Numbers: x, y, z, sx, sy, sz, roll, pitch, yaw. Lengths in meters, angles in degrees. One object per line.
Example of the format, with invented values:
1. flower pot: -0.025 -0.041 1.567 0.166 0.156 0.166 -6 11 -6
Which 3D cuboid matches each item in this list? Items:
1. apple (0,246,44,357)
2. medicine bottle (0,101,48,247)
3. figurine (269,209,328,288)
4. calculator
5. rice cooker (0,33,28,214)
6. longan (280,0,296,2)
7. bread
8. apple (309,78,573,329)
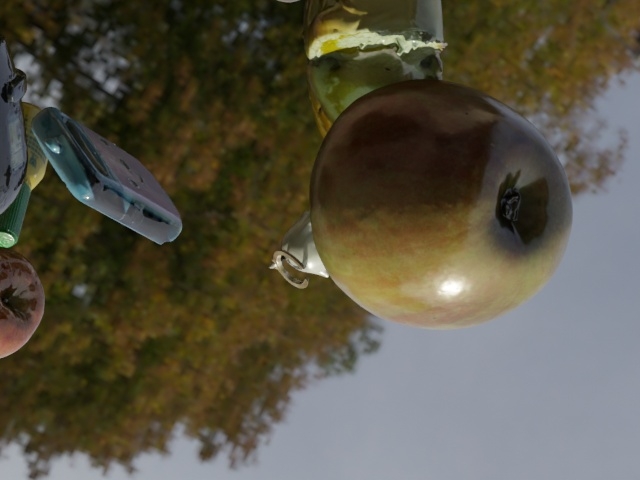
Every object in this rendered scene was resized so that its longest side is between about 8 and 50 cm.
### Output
1. apple: -0.356 0.066 1.587 0.102 0.126 0.126 -6 -122 32
2. medicine bottle: -0.473 -0.103 2.355 0.064 0.095 0.260 -19 -134 26
3. figurine: 0.000 0.000 2.178 0.154 0.132 0.132 -43 -156 -24
4. calculator: -0.297 -0.089 2.101 0.051 0.293 0.173 -41 -120 9
5. rice cooker: -0.460 -0.123 1.723 0.267 0.267 0.224 30 -55 59
6. longan: -0.044 -0.389 2.095 0.113 0.092 0.113 4 -82 29
7. bread: 0.061 -0.221 1.737 0.333 0.160 0.333 -3 90 -89
8. apple: 0.121 -0.038 1.475 0.234 0.257 0.256 -10 -123 53
